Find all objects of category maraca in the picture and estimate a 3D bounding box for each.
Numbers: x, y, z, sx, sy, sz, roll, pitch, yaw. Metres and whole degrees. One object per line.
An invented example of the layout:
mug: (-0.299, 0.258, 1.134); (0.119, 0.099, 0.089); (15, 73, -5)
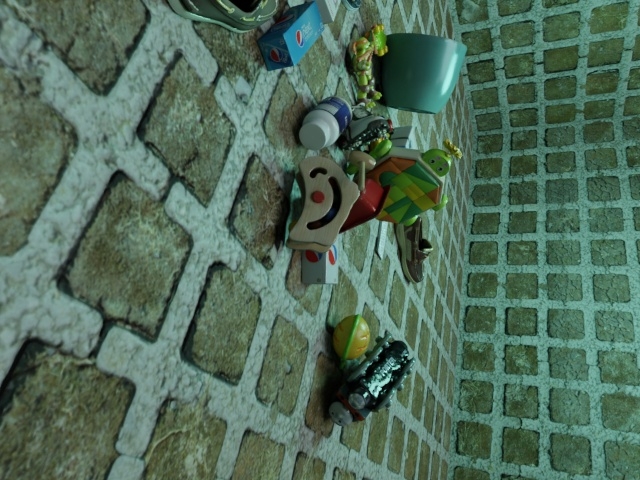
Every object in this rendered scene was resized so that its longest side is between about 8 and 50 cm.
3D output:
maraca: (0.081, 0.278, 1.323); (0.185, 0.099, 0.127); (101, 14, -47)

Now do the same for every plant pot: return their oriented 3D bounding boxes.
plant pot: (0.351, -0.582, 1.720); (0.293, 0.293, 0.235); (-17, 118, -64)

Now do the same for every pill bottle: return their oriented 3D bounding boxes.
pill bottle: (0.011, -0.288, 1.193); (0.169, 0.094, 0.094); (-57, 138, -49)

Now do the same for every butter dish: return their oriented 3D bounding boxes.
butter dish: (0.097, -0.118, 1.340); (0.118, 0.160, 0.160); (49, 41, -21)

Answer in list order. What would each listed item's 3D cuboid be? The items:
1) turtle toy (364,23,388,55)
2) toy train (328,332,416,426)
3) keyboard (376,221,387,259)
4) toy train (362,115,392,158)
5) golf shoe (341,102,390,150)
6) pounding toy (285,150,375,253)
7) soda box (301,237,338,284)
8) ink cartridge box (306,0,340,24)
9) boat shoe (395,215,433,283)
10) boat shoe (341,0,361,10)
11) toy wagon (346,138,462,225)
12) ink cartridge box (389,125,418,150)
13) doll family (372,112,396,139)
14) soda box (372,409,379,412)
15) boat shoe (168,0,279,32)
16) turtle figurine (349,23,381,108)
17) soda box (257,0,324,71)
turtle toy: (0.185, -0.668, 1.606); (0.130, 0.066, 0.095); (-53, 135, -53)
toy train: (0.144, 0.393, 1.351); (0.142, 0.190, 0.334); (45, 30, 11)
keyboard: (0.232, -0.058, 1.742); (0.072, 0.014, 0.256); (50, 46, -53)
toy train: (0.179, -0.258, 1.503); (0.143, 0.105, 0.247); (-57, 140, -70)
golf shoe: (0.102, -0.313, 1.297); (0.273, 0.105, 0.120); (-159, -127, -77)
pounding toy: (0.006, -0.110, 1.070); (0.269, 0.154, 0.155); (-63, -179, -18)
soda box: (0.000, 0.000, 1.189); (0.074, 0.069, 0.216); (9, 80, -64)
ink cartridge box: (0.010, -0.638, 1.255); (0.088, 0.052, 0.122); (57, 41, -49)
boat shoe: (0.395, 0.040, 1.954); (0.123, 0.123, 0.342); (-59, 140, -48)
boat shoe: (0.103, -0.733, 1.417); (0.183, 0.083, 0.065); (-11, 99, -64)
toy wagon: (0.247, -0.175, 1.390); (0.267, 0.344, 0.068); (39, 49, -20)
ink cartridge box: (0.313, -0.331, 1.848); (0.190, 0.082, 0.139); (-64, 144, -41)
doll family: (0.217, -0.345, 1.663); (0.111, 0.076, 0.192); (10, 85, -69)
soda box: (0.174, 0.454, 1.544); (0.058, 0.061, 0.181); (66, 34, -38)
boat shoe: (-0.148, -0.443, 0.868); (0.305, 0.091, 0.109); (-39, 124, -59)
turtle figurine: (0.131, -0.519, 1.464); (0.269, 0.087, 0.217); (-74, 158, -49)
soda box: (-0.061, -0.462, 1.079); (0.210, 0.067, 0.071); (-66, 144, -42)
